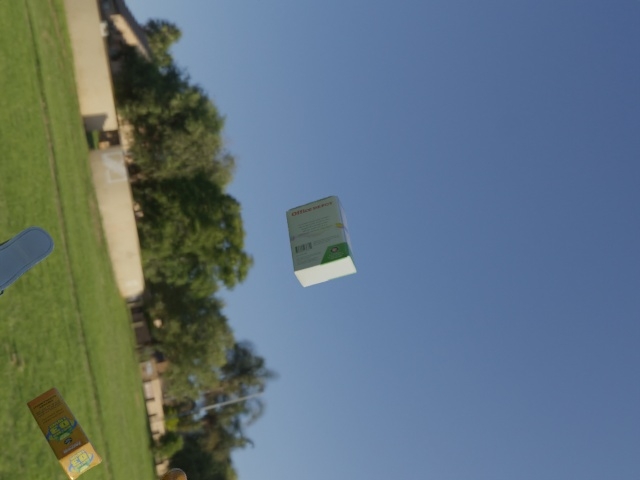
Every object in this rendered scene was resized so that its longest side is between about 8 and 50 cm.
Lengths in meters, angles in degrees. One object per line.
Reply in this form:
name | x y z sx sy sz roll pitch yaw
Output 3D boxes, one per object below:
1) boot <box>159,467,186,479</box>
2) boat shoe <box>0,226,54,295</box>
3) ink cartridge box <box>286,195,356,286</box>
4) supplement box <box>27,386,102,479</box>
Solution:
boot | -0.325 0.698 1.599 0.211 0.104 0.295 2 -105 51
boat shoe | -0.614 0.051 1.307 0.079 0.254 0.095 -34 -78 30
ink cartridge box | 0.000 0.000 1.880 0.093 0.154 0.213 61 15 -53
supplement box | -0.583 0.433 1.574 0.233 0.078 0.080 32 -37 43
